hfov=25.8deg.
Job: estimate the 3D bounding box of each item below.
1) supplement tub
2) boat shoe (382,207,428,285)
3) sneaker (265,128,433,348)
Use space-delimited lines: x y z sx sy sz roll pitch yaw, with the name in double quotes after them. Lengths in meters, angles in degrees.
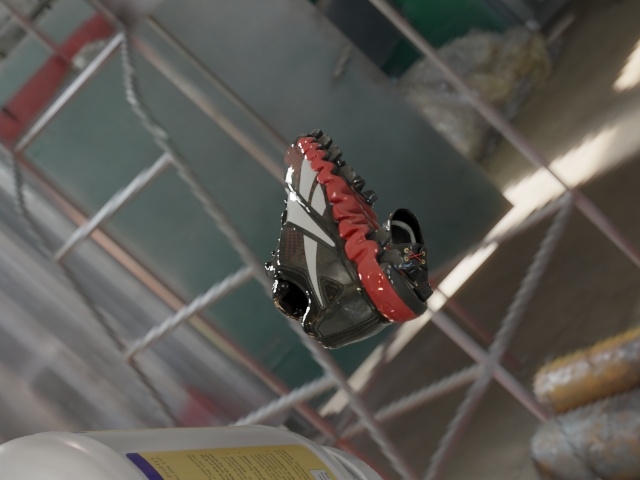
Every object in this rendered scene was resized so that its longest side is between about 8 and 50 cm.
-0.099 0.260 1.045 0.241 0.241 0.331 -42 -27 25 "supplement tub"
0.094 0.019 1.536 0.133 0.049 0.042 -99 26 -44 "boat shoe"
0.000 0.000 1.333 0.135 0.097 0.276 -36 42 9 "sneaker"
